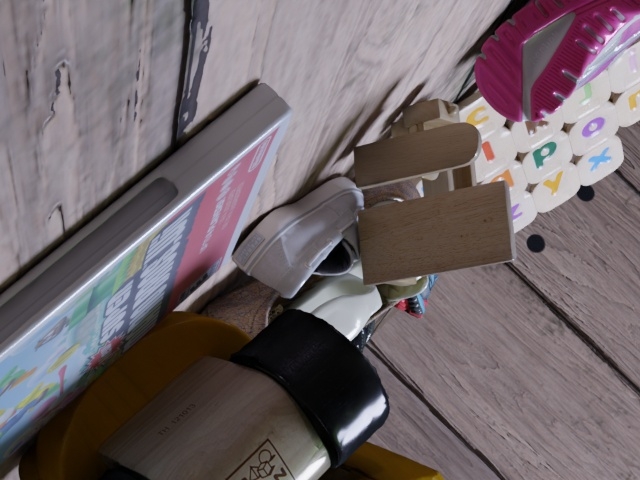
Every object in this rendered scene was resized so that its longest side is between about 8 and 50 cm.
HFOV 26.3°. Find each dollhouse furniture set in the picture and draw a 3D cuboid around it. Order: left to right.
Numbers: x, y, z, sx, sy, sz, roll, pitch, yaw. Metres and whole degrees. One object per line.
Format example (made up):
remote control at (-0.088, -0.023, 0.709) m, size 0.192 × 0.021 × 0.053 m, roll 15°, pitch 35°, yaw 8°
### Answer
dollhouse furniture set at (0.119, -0.040, 1.051) m, size 0.123 × 0.144 × 0.151 m, roll -11°, pitch 168°, yaw 34°

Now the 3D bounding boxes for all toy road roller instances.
toy road roller at (-0.054, 0.195, 0.899) m, size 0.202 × 0.330 × 0.240 m, roll -42°, pitch -152°, yaw -24°

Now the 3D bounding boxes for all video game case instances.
video game case at (-0.136, 0.053, 0.699) m, size 0.285 × 0.025 × 0.204 m, roll -42°, pitch 172°, yaw -26°

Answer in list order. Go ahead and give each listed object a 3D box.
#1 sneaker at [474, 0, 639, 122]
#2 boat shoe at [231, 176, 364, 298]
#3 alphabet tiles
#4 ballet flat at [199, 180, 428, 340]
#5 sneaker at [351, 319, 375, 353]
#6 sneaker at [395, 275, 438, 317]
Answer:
sneaker at (0.234, -0.206, 1.140) m, size 0.252 × 0.103 × 0.111 m, roll -41°, pitch 178°, yaw 15°
boat shoe at (0.000, 0.000, 1.025) m, size 0.066 × 0.063 × 0.184 m, roll -48°, pitch 172°, yaw 19°
alphabet tiles at (0.225, -0.106, 1.411) m, size 0.284 × 0.021 × 0.278 m, roll -32°, pitch 149°, yaw 2°
ballet flat at (0.024, 0.037, 1.118) m, size 0.106 × 0.108 × 0.316 m, roll -5°, pitch -153°, yaw 44°
sneaker at (-0.037, 0.144, 1.267) m, size 0.227 × 0.087 × 0.130 m, roll -49°, pitch 179°, yaw 9°
sneaker at (0.111, 0.021, 1.768) m, size 0.125 × 0.104 × 0.262 m, roll -64°, pitch 176°, yaw 2°
